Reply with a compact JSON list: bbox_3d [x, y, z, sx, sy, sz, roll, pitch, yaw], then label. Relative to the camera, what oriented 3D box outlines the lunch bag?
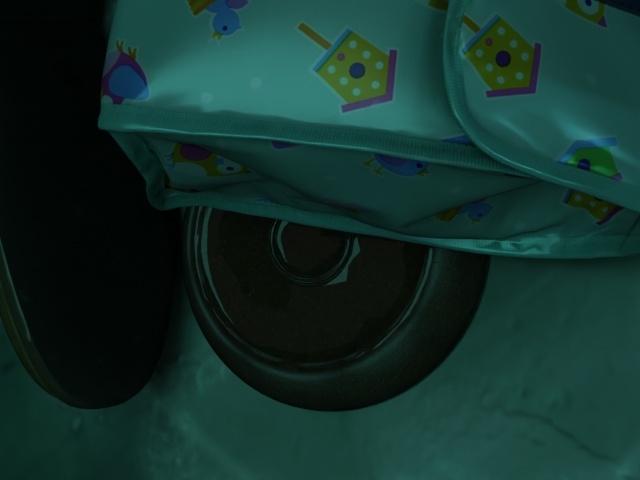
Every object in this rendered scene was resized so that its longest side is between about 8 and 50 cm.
[{"bbox_3d":[0.055,-0.114,0.759,0.262,0.160,0.223,7,74,12],"label":"lunch bag"}]

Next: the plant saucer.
[{"bbox_3d":[0.000,0.000,0.850,0.168,0.029,0.168,-2,84,23],"label":"plant saucer"}]

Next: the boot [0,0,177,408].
[{"bbox_3d":[-0.161,-0.048,0.899,0.115,0.112,0.305,-30,69,38],"label":"boot"}]
